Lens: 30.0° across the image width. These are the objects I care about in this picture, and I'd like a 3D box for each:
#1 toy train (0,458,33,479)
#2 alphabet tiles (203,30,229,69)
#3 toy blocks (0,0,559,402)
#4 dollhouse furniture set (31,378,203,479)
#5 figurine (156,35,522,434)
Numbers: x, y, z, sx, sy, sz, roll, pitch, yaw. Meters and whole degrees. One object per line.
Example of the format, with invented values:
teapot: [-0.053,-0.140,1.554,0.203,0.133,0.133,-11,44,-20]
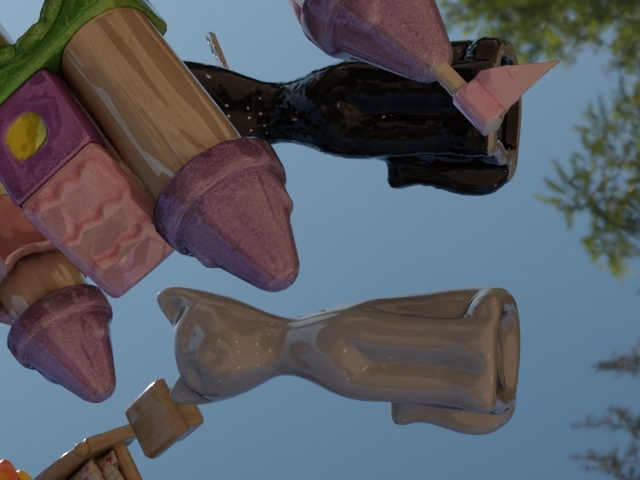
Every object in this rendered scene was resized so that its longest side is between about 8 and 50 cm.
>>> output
toy train: [-0.319,0.270,1.111,0.125,0.046,0.166,-1,-130,-21]
alphabet tiles: [-0.101,-0.162,1.563,0.009,0.237,0.198,-23,-166,-4]
toy blocks: [-0.102,-0.065,0.468,0.260,0.288,0.309,53,-171,25]
dollhouse furniture set: [-0.187,0.330,0.891,0.174,0.355,0.303,-9,-119,-49]
figurine: [0.000,0.000,0.654,0.210,0.214,0.092,1,-174,19]
